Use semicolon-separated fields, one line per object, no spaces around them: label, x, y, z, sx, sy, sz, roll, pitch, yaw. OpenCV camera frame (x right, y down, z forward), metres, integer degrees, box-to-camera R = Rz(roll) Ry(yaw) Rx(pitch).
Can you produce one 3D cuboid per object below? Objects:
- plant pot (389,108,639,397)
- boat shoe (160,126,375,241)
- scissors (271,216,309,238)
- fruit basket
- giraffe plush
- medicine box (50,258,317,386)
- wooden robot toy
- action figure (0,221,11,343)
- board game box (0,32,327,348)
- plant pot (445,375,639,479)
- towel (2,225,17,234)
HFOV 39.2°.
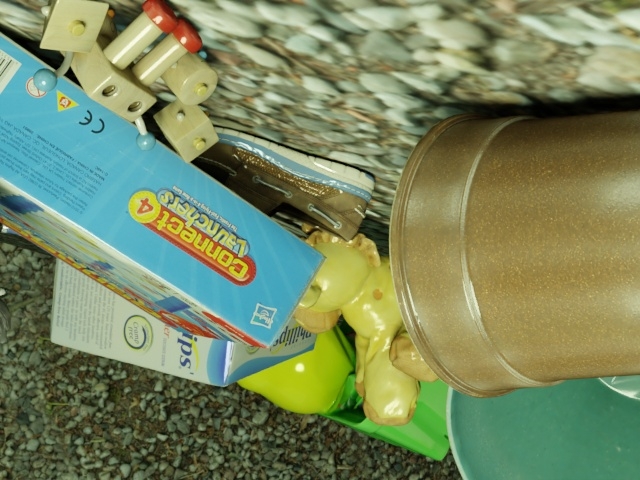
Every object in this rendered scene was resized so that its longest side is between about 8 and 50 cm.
plant pot;0.152;0.003;0.468;0.167;0.167;0.165;22;161;-41
boat shoe;-0.049;-0.045;0.746;0.183;0.066;0.066;14;171;0
scissors;0.000;0.000;1.124;0.109;0.021;0.297;13;170;23
fruit basket;0.040;0.190;1.484;0.392;0.283;0.392;33;165;10
giraffe plush;0.041;0.058;0.909;0.170;0.210;0.181;21;-165;-10
medicine box;-0.179;0.082;1.269;0.289;0.149;0.263;10;-172;24
wooden robot toy;-0.116;-0.113;0.522;0.079;0.076;0.173;50;-172;26
action figure;-0.297;0.009;0.617;0.141;0.164;0.275;-28;-160;-23
board game box;-0.189;-0.028;0.761;0.308;0.086;0.302;34;165;-16
plant pot;0.281;0.132;0.798;0.290;0.290;0.195;11;-154;23
towel;-0.431;-0.050;1.196;0.335;0.040;0.243;11;-172;-14
